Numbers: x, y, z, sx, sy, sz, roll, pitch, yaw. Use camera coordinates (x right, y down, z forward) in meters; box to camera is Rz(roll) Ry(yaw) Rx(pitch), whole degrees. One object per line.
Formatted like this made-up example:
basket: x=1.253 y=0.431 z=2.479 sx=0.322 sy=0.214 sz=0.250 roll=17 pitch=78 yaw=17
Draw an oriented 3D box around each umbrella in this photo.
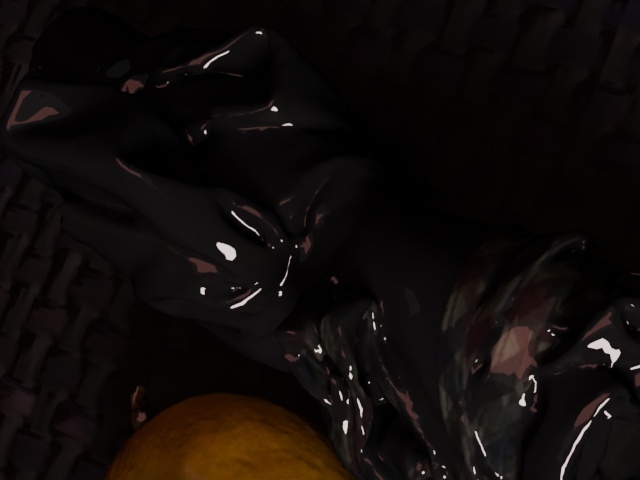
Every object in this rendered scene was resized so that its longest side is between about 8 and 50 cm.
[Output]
umbrella: x=0.000 y=0.001 z=0.600 sx=0.122 sy=0.110 sz=0.272 roll=-31 pitch=51 yaw=-28

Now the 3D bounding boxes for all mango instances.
mango: x=-0.017 y=0.122 z=0.603 sx=0.101 sy=0.066 sz=0.187 roll=-33 pitch=65 yaw=22
